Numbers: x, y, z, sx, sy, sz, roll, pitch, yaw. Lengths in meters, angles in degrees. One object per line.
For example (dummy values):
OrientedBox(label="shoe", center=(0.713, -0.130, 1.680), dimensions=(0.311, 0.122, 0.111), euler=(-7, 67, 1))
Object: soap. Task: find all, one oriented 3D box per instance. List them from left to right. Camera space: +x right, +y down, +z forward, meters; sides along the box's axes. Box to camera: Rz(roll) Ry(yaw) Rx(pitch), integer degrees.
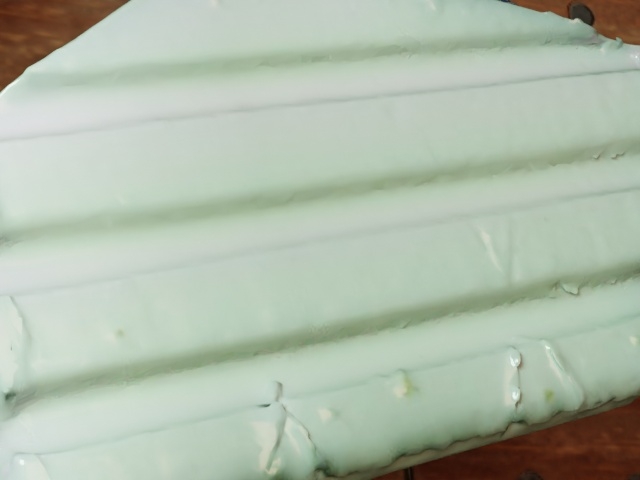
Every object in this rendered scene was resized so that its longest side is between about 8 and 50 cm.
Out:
OrientedBox(label="soap", center=(0.000, 0.000, 0.756), dimensions=(0.446, 0.156, 0.261), euler=(-11, 78, -29))

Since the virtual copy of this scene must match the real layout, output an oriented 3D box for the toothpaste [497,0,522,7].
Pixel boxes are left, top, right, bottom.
OrientedBox(label="toothpaste", center=(0.091, -0.166, 0.939), dimensions=(0.140, 0.021, 0.037), euler=(26, 61, -12))
